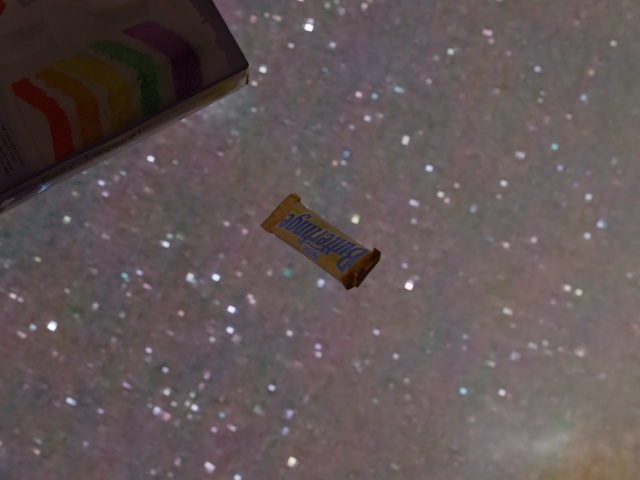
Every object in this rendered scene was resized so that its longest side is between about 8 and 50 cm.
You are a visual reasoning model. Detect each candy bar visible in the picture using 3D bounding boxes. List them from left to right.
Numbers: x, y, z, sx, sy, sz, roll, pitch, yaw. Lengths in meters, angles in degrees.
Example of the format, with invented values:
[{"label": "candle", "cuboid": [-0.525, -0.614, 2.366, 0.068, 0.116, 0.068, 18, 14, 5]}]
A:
[{"label": "candy bar", "cuboid": [0.000, 0.000, 0.990, 0.040, 0.161, 0.018, -45, -59, -6]}]

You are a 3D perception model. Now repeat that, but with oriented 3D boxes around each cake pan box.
[{"label": "cake pan box", "cuboid": [-0.224, -0.192, 1.060, 0.245, 0.267, 0.070, -27, -8, -11]}]
